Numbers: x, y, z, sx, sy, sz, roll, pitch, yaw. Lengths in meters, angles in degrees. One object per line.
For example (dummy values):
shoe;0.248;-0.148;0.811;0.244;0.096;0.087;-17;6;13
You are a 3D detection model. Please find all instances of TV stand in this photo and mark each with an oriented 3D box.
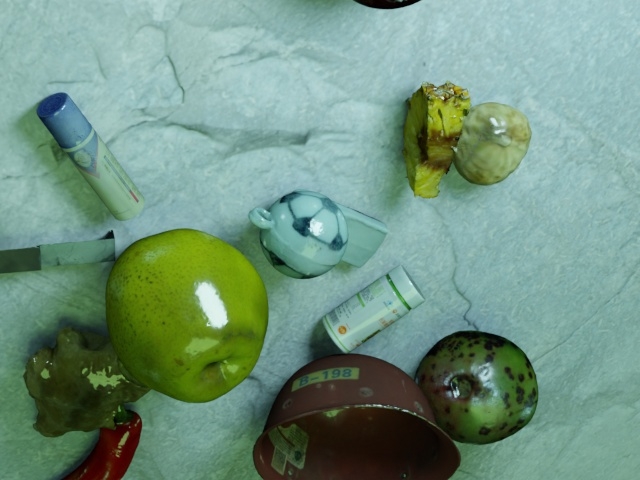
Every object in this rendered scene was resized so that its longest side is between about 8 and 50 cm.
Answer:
TV stand;-0.465;0.018;1.744;0.256;0.040;0.049;-5;126;-16

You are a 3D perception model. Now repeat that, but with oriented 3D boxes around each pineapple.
pineapple;0.182;-0.191;1.773;0.079;0.135;0.233;5;137;-8

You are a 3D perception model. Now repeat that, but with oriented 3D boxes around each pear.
pear;-0.221;0.114;1.758;0.294;0.294;0.294;-10;129;-13

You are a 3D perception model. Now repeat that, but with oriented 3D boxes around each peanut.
peanut;0.291;-0.166;1.842;0.140;0.109;0.159;14;132;-16

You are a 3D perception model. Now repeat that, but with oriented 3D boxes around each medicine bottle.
medicine bottle;0.099;0.130;2.010;0.183;0.086;0.086;-35;130;8
medicine bottle;-0.354;-0.127;1.661;0.059;0.059;0.231;-29;131;3

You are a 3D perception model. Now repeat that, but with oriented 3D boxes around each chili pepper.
chili pepper;-0.438;0.426;2.038;0.137;0.092;0.368;30;109;-23

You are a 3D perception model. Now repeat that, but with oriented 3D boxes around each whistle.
whistle;0.000;0.000;1.828;0.289;0.163;0.163;20;117;-31

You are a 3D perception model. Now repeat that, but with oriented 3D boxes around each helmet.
helmet;0.068;0.336;2.048;0.385;0.230;0.337;-15;131;16

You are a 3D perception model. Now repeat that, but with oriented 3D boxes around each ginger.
ginger;-0.438;0.270;1.893;0.270;0.123;0.219;-42;120;17

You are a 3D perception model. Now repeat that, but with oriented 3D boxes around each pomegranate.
pomegranate;0.328;0.311;2.146;0.242;0.242;0.306;-36;138;9

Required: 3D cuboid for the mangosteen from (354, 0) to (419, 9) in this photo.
mangosteen;0.111;-0.421;1.477;0.235;0.261;0.235;-11;131;-13
